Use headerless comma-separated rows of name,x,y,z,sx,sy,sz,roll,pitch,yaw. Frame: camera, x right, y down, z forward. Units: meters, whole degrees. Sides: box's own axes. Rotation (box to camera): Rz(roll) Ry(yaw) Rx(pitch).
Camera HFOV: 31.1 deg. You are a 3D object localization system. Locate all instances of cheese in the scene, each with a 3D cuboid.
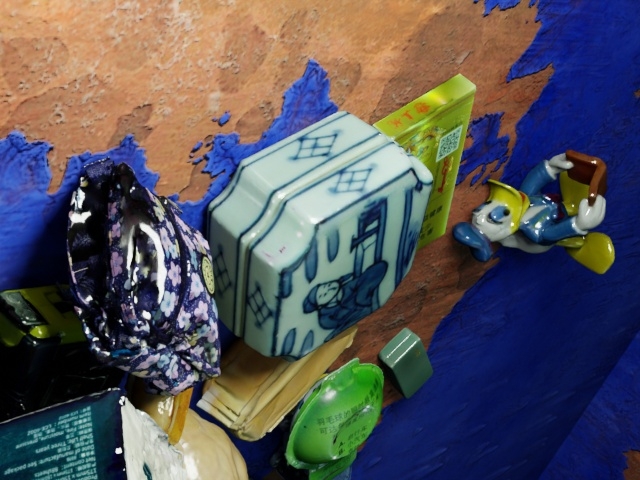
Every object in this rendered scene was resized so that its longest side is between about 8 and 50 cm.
cheese,0.021,0.305,1.803,0.204,0.083,0.320,-29,143,-31

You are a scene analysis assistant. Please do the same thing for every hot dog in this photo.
hot dog,-0.184,0.136,1.360,0.104,0.076,0.250,86,15,-66

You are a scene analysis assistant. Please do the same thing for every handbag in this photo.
handbag,-0.186,0.038,1.214,0.126,0.229,0.208,-13,155,9

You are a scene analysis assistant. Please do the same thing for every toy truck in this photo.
toy truck,-0.004,0.333,1.957,0.114,0.098,0.227,-26,145,-37

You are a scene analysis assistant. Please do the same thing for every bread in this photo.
bread,-0.063,0.173,1.660,0.241,0.107,0.136,-48,155,-1

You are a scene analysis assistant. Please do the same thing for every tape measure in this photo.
tape measure,-0.298,0.134,1.274,0.186,0.112,0.199,-9,135,-53

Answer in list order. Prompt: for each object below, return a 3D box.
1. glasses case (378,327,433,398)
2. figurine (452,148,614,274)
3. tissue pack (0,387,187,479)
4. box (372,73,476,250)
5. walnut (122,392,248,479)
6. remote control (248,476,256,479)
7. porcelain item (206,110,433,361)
glasses case,0.159,0.228,2.119,0.078,0.039,0.184,-44,152,-9
figurine,0.377,-0.033,1.952,0.338,0.205,0.283,-14,164,-29
tissue pack,-0.337,0.348,1.165,0.416,0.264,0.253,-20,144,3
box,0.133,-0.085,1.681,0.173,0.043,0.311,-33,149,-28
walnut,-0.227,0.338,1.462,0.285,0.285,0.296,-21,134,-42
remote control,-0.150,0.444,1.948,0.107,0.044,0.377,-43,152,0
porcelain item,0.000,0.000,1.480,0.286,0.157,0.281,-30,146,-33
